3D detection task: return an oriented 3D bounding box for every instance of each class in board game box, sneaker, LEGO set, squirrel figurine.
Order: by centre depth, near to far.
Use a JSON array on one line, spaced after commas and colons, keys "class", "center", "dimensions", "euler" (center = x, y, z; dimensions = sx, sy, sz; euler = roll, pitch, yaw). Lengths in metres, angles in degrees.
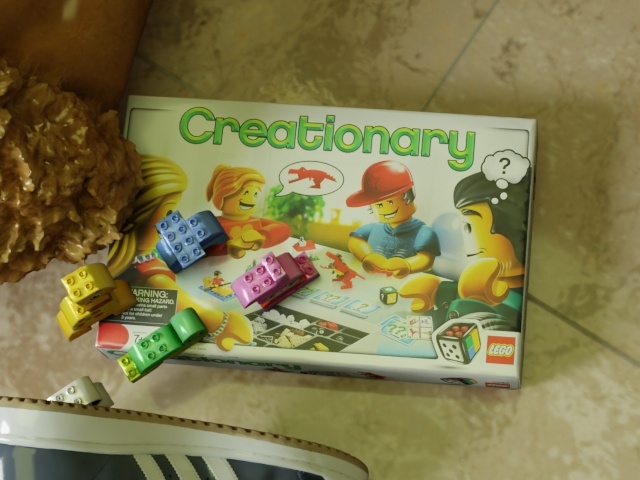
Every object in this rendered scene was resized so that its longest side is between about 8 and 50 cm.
[{"class": "squirrel figurine", "center": [-0.285, -0.148, 1.176], "dimensions": [0.281, 0.370, 0.397], "euler": [-19, 75, 21]}, {"class": "sneaker", "center": [-0.101, 0.196, 1.191], "dimensions": [0.282, 0.099, 0.153], "euler": [12, 78, -29]}, {"class": "LEGO set", "center": [-0.123, 0.043, 1.226], "dimensions": [0.227, 0.093, 0.087], "euler": [-33, 77, -1]}, {"class": "board game box", "center": [0.000, 0.000, 1.301], "dimensions": [0.305, 0.053, 0.193], "euler": [3, 76, 7]}]
